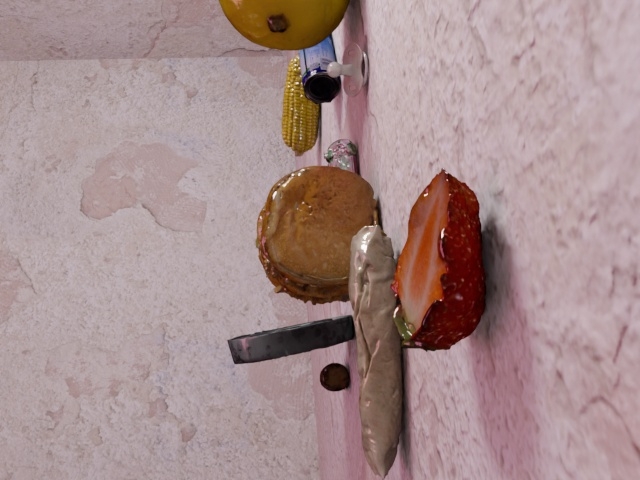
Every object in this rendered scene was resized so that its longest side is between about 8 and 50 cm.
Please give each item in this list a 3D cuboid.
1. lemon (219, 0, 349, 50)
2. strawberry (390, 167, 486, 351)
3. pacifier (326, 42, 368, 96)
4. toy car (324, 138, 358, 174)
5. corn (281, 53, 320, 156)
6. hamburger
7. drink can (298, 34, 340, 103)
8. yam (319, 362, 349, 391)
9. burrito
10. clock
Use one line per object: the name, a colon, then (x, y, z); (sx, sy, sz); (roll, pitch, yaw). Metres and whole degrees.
lemon: (-0.070, -0.532, 1.177); (0.297, 0.297, 0.297); (177, 90, -84)
strawberry: (0.117, 0.021, 0.561); (0.146, 0.082, 0.187); (-116, 30, -63)
pacifier: (0.049, -0.320, 1.091); (0.081, 0.078, 0.099); (15, 108, 62)
toy car: (0.051, -0.146, 1.238); (0.055, 0.069, 0.142); (20, -120, -53)
corn: (-0.063, -0.437, 1.908); (0.130, 0.130, 0.347); (-102, 13, -57)
hamburger: (-0.003, 0.003, 1.084); (0.260, 0.245, 0.211); (49, 163, -1)
drink can: (-0.008, -0.461, 1.497); (0.097, 0.097, 0.235); (94, 170, -52)
yam: (0.037, 0.370, 1.575); (0.141, 0.079, 0.079); (105, 162, -75)
burrito: (0.088, 0.171, 0.931); (0.117, 0.076, 0.392); (-167, 74, -85)
clock: (-0.069, 0.238, 1.416); (0.312, 0.313, 0.061); (125, 133, -81)
